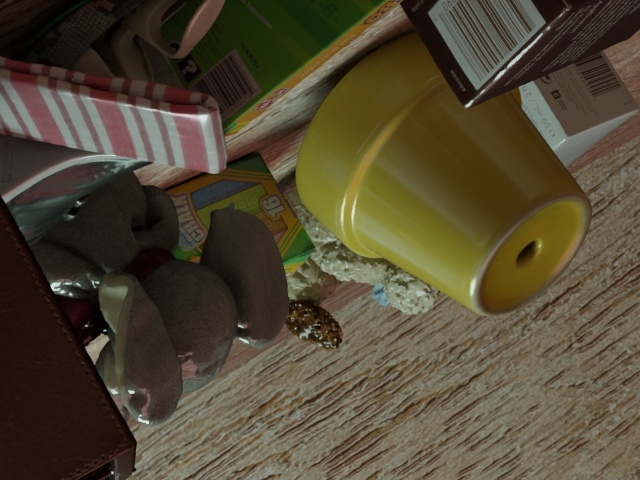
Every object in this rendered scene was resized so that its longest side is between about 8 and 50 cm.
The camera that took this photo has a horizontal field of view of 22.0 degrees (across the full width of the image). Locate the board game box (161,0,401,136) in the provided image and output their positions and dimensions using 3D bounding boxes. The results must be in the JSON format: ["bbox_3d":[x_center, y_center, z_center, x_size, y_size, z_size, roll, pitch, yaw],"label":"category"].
[{"bbox_3d":[-0.009,-0.191,1.112,0.259,0.124,0.039,-36,171,32],"label":"board game box"}]

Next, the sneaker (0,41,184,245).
[{"bbox_3d":[-0.177,-0.081,1.267,0.295,0.105,0.147,-23,172,-7],"label":"sneaker"}]

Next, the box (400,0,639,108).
[{"bbox_3d":[0.182,-0.239,1.324,0.203,0.167,0.168,-25,169,-33],"label":"box"}]

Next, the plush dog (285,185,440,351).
[{"bbox_3d":[0.000,0.000,1.996,0.225,0.262,0.210,-43,134,15],"label":"plush dog"}]

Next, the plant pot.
[{"bbox_3d":[0.143,-0.054,1.716,0.254,0.239,0.254,-31,147,-23],"label":"plant pot"}]

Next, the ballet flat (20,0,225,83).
[{"bbox_3d":[-0.124,-0.148,1.116,0.221,0.079,0.077,-36,171,34],"label":"ballet flat"}]

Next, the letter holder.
[{"bbox_3d":[-0.279,0.058,1.027,0.214,0.302,0.152,-28,171,-13],"label":"letter holder"}]

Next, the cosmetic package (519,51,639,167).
[{"bbox_3d":[0.256,-0.161,2.027,0.151,0.151,0.183,-22,167,-41],"label":"cosmetic package"}]

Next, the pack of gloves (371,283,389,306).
[{"bbox_3d":[0.112,-0.033,2.131,0.046,0.195,0.232,1,156,-24],"label":"pack of gloves"}]

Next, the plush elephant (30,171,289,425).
[{"bbox_3d":[-0.177,0.047,1.436,0.330,0.255,0.272,-38,168,37],"label":"plush elephant"}]

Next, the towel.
[{"bbox_3d":[-0.159,-0.092,1.116,0.197,0.029,0.144,11,169,1],"label":"towel"}]

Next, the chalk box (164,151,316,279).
[{"bbox_3d":[-0.140,0.018,1.792,0.213,0.132,0.132,-25,169,-31],"label":"chalk box"}]
